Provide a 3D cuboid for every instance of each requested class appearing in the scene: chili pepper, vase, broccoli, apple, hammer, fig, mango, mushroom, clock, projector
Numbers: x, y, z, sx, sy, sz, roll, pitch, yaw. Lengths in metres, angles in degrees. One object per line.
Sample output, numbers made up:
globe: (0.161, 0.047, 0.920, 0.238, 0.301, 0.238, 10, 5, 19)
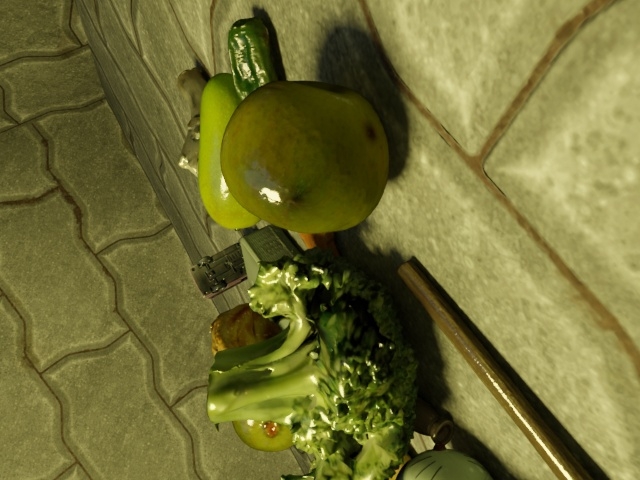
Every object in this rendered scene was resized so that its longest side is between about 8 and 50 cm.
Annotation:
chili pepper: (-0.087, -0.226, 0.706, 0.072, 0.073, 0.203, 22, 137, 41)
vase: (0.160, 0.282, 0.739, 0.101, 0.053, 0.053, 20, 133, 56)
broccoli: (0.008, 0.188, 0.693, 0.338, 0.318, 0.277, -60, 15, 17)
apple: (-0.015, -0.097, 0.525, 0.196, 0.197, 0.156, 37, 124, 49)
hammer: (0.206, 0.167, 0.527, 0.365, 0.044, 0.111, 55, 159, 27)
fig: (-0.178, 0.553, 1.584, 0.326, 0.258, 0.257, -134, 24, -68)
mango: (-0.159, -0.155, 0.860, 0.175, 0.143, 0.293, -117, 23, -58)
mushroom: (-0.253, -0.243, 0.987, 0.099, 0.096, 0.277, 19, -120, -61)
clock: (0.190, 0.381, 0.610, 0.243, 0.200, 0.146, -147, 67, -71)
projector: (-0.065, 0.111, 1.003, 0.256, 0.099, 0.191, 48, 153, 33)

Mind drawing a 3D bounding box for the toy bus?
toy bus: (-0.224, 0.069, 1.191, 0.096, 0.199, 0.108, 59, 170, 12)

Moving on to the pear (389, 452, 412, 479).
pear: (0.119, 0.489, 0.922, 0.178, 0.178, 0.178, 49, 155, 33)

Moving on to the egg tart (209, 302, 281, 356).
egg tart: (-0.114, 0.262, 1.042, 0.294, 0.295, 0.116, 49, 125, 33)

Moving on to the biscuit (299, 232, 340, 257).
biscuit: (0.001, -0.001, 0.819, 0.140, 0.023, 0.118, 60, 159, 10)
